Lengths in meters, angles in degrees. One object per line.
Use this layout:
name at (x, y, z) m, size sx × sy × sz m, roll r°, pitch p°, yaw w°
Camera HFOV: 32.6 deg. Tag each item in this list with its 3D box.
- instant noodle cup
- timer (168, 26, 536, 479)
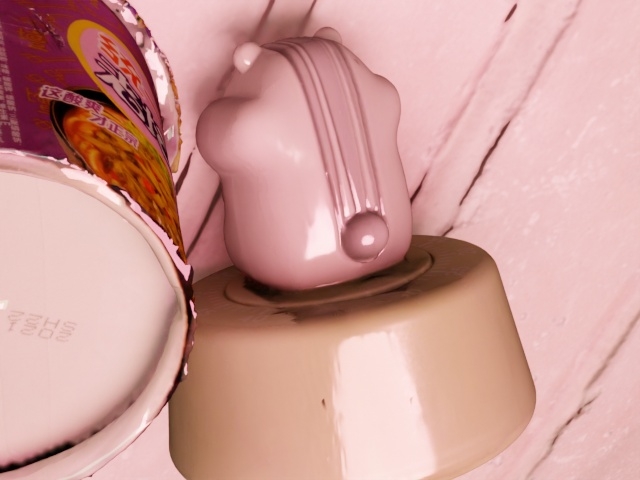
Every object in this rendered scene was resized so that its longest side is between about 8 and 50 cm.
instant noodle cup at (-0.224, -0.007, 0.710) m, size 0.340 × 0.266 × 0.340 m, roll -11°, pitch 124°, yaw -16°
timer at (0.000, 0.000, 0.838) m, size 0.291 × 0.291 × 0.315 m, roll -13°, pitch 102°, yaw -14°
